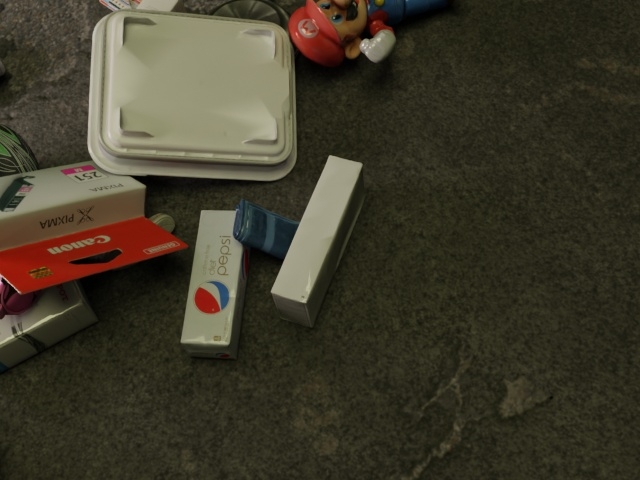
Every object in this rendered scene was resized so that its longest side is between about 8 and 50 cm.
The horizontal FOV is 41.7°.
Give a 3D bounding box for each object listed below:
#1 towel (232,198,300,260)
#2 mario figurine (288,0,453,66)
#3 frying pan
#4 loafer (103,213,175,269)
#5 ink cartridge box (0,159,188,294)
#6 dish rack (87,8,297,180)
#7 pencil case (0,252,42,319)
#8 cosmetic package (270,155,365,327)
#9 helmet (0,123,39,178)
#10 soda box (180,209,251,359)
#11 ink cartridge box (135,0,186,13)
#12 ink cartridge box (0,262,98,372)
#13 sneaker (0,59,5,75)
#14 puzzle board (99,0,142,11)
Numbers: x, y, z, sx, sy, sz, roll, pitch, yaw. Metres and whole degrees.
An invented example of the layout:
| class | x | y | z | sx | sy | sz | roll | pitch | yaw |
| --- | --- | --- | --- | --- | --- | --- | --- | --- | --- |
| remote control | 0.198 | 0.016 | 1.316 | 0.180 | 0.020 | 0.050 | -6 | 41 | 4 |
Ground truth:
| class | x | y | z | sx | sy | sz | roll | pitch | yaw |
| --- | --- | --- | --- | --- | --- | --- | --- | --- | --- |
| towel | -0.077 | -0.012 | 1.261 | 0.029 | 0.119 | 0.067 | -21 | 56 | 42 |
| mario figurine | 0.088 | -0.408 | 1.407 | 0.320 | 0.170 | 0.198 | -32 | 31 | -20 |
| frying pan | -0.190 | -0.335 | 1.464 | 0.326 | 0.053 | 0.197 | -22 | 60 | -10 |
| loafer | -0.285 | 0.001 | 1.311 | 0.125 | 0.045 | 0.039 | -37 | 33 | -17 |
| ink cartridge box | -0.366 | -0.031 | 1.206 | 0.238 | 0.060 | 0.275 | 28 | 32 | 36 |
| dish rack | -0.195 | -0.243 | 1.338 | 0.332 | 0.072 | 0.286 | 2 | 72 | -14 |
| pencil case | -0.502 | 0.039 | 1.187 | 0.209 | 0.095 | 0.098 | 16 | 63 | 19 |
| cosmetic package | 0.000 | 0.000 | 1.253 | 0.060 | 0.099 | 0.239 | 17 | 65 | 12 |
| helmet | -0.523 | -0.105 | 1.310 | 0.161 | 0.169 | 0.170 | 0 | 63 | 11 |
| soda box | -0.151 | 0.064 | 1.249 | 0.073 | 0.069 | 0.216 | 2 | 63 | 6 |
| ink cartridge box | -0.297 | -0.329 | 1.438 | 0.061 | 0.104 | 0.181 | 24 | 68 | 15 |
| ink cartridge box | -0.449 | 0.098 | 1.247 | 0.190 | 0.082 | 0.140 | -27 | 63 | -10 |
| sneaker | -0.700 | -0.305 | 1.457 | 0.281 | 0.105 | 0.115 | 13 | 65 | 10 |
| puzzle board | -0.331 | -0.444 | 1.551 | 0.128 | 0.011 | 0.096 | 35 | 71 | 20 |
